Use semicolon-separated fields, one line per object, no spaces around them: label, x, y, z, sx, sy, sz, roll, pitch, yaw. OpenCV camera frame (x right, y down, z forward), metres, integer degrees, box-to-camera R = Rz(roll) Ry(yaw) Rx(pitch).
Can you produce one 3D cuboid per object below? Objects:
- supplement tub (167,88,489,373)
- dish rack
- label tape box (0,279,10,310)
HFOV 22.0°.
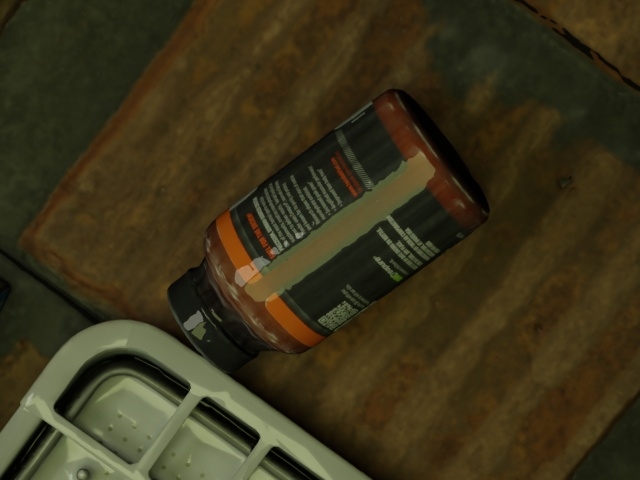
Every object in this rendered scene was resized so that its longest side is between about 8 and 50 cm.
supplement tub;0.000;0.000;1.034;0.198;0.106;0.106;-36;94;10
dish rack;-0.122;0.250;1.061;0.285;0.072;0.333;36;78;-1
label tape box;-0.411;0.070;1.088;0.334;0.106;0.240;25;100;1
